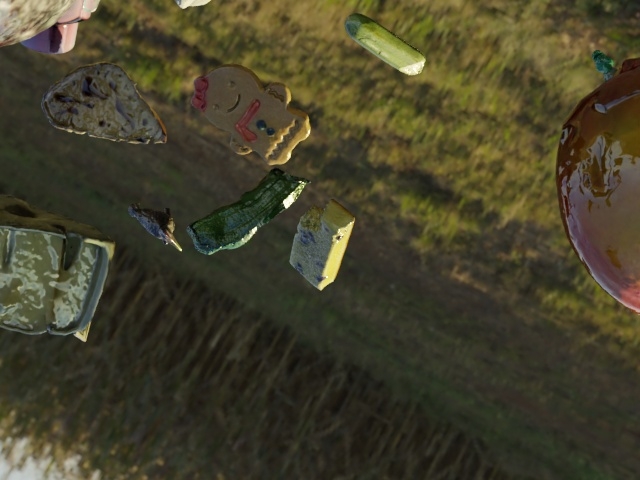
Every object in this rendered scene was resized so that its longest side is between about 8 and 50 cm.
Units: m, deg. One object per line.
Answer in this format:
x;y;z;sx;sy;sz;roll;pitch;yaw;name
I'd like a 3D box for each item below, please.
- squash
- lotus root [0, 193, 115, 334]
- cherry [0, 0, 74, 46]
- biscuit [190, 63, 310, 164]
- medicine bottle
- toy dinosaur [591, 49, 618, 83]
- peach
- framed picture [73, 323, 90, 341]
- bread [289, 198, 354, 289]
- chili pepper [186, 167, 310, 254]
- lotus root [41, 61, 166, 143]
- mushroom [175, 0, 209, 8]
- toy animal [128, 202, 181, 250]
0.155;-0.463;2.513;0.239;0.069;0.069;27;169;-27;squash
-0.356;0.019;1.151;0.235;0.119;0.138;12;-167;-28;lotus root
-0.348;-0.306;1.006;0.218;0.255;0.296;-9;180;32;cherry
-0.131;-0.237;1.945;0.225;0.166;0.036;40;-151;-7;biscuit
-0.344;-0.343;1.378;0.119;0.094;0.188;19;125;-3;medicine bottle
0.550;-0.296;1.969;0.132;0.059;0.096;40;-155;-35;toy dinosaur
0.479;-0.069;1.401;0.373;0.372;0.290;31;-178;-7;peach
-0.409;0.138;1.836;0.007;0.066;0.089;11;166;1;framed picture
0.000;0.000;1.758;0.088;0.049;0.226;44;155;15;bread
-0.119;-0.051;1.812;0.098;0.224;0.061;46;163;44;chili pepper
-0.272;-0.181;1.361;0.159;0.095;0.135;12;-170;-15;lotus root
-0.186;-0.455;1.570;0.103;0.118;0.270;-12;165;-11;mushroom
-0.326;-0.029;2.122;0.105;0.070;0.202;28;-176;-23;toy animal
